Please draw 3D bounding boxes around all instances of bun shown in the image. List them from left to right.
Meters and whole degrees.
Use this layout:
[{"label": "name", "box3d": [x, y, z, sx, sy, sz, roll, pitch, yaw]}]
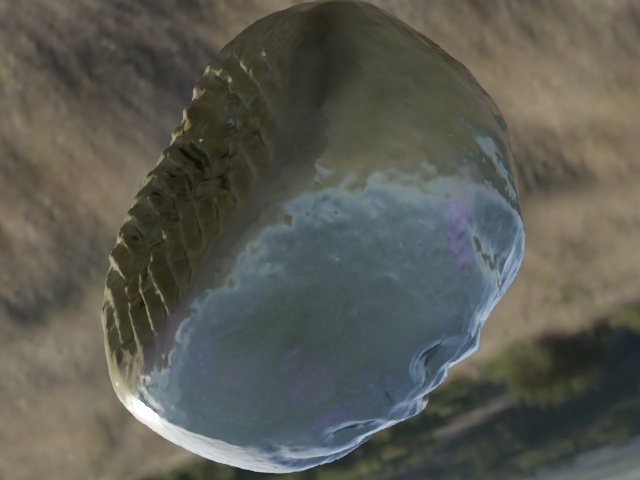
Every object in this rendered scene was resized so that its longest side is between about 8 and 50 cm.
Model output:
[{"label": "bun", "box3d": [0.000, 0.000, 0.774, 0.128, 0.178, 0.193, 28, -171, -20]}]
